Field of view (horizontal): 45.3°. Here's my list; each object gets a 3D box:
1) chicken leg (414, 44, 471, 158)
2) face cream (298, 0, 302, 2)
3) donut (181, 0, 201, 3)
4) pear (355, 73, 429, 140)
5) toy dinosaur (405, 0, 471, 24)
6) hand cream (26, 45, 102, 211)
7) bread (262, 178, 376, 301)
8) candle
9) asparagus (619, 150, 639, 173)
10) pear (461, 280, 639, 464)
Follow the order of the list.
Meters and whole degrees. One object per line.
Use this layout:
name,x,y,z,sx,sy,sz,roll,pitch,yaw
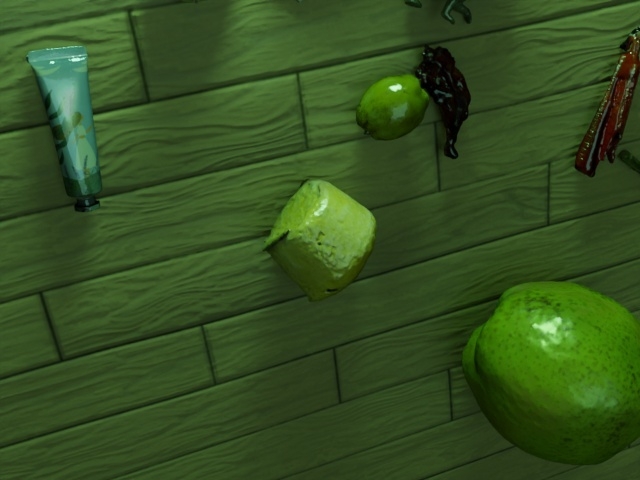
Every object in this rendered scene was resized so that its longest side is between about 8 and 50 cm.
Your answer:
chicken leg,0.226,-0.254,1.381,0.089,0.048,0.219,-29,120,-2
face cream,0.020,-0.492,1.194,0.243,0.058,0.092,-46,127,11
donut,-0.170,-0.421,1.145,0.108,0.065,0.166,39,96,-31
pear,0.124,-0.228,1.326,0.131,0.107,0.107,-39,121,13
toy dinosaur,0.213,-0.455,1.273,0.294,0.077,0.162,14,104,-41
hand cream,-0.388,-0.170,1.193,0.088,0.055,0.256,-12,111,-20
bread,0.002,0.002,1.349,0.170,0.197,0.197,39,96,-17
candle,0.572,-0.267,1.501,0.084,0.059,0.301,-1,113,-30
asparagus,0.721,-0.131,1.640,0.249,0.025,0.024,25,60,-28
pear,0.475,0.254,1.544,0.391,0.391,0.391,-8,116,-17
